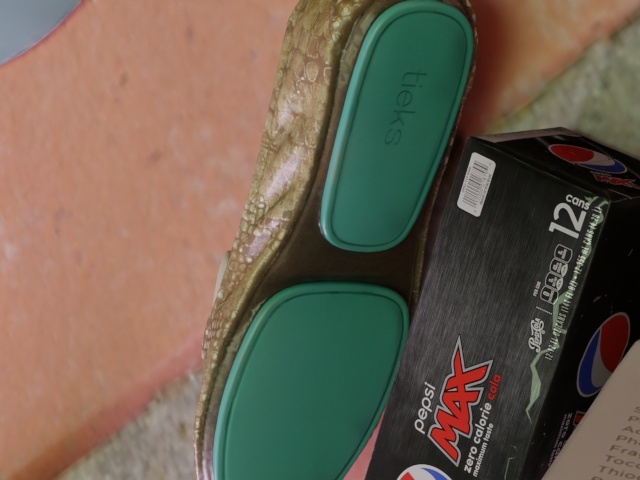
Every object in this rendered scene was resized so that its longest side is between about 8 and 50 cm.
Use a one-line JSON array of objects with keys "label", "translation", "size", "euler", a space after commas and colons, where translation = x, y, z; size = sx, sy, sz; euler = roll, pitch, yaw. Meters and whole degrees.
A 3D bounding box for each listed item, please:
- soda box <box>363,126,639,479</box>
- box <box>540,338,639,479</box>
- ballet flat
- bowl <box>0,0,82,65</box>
[{"label": "soda box", "translation": [0.058, 0.052, 0.581], "size": [0.053, 0.060, 0.169], "euler": [28, 112, 32]}, {"label": "box", "translation": [0.137, 0.142, 0.446], "size": [0.182, 0.119, 0.181], "euler": [12, 116, 22]}, {"label": "ballet flat", "translation": [0.000, 0.000, 0.629], "size": [0.067, 0.073, 0.206], "euler": [50, 124, 56]}, {"label": "bowl", "translation": [-0.217, -0.212, 0.705], "size": [0.311, 0.163, 0.311], "euler": [6, 100, 39]}]
